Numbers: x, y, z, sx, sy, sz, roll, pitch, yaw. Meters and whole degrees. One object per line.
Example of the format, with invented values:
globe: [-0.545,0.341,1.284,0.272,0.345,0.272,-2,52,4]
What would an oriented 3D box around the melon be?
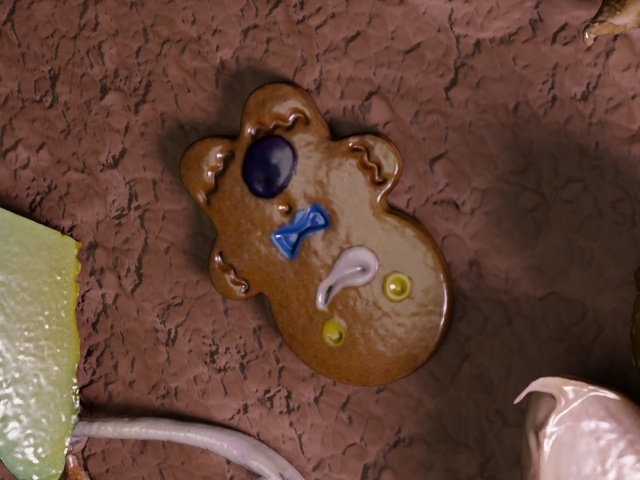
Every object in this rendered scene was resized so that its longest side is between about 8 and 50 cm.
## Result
melon: [-0.227,0.088,1.275,0.053,0.114,0.261,-12,87,65]

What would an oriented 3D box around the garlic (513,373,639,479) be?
garlic: [0.191,0.201,1.092,0.145,0.164,0.245,-10,91,41]

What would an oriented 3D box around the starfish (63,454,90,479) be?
starfish: [-0.144,0.323,1.315,0.295,0.048,0.231,43,102,8]

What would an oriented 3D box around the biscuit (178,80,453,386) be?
biscuit: [0.000,0.000,1.202,0.180,0.039,0.236,-41,85,22]

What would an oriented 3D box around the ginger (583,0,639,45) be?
ginger: [0.263,-0.203,1.045,0.214,0.059,0.133,-11,88,22]

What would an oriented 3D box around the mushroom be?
mushroom: [-0.078,0.181,1.268,0.306,0.043,0.068,19,124,17]

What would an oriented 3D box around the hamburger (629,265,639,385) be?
hamburger: [0.267,0.086,1.021,0.122,0.189,0.215,-36,97,17]
